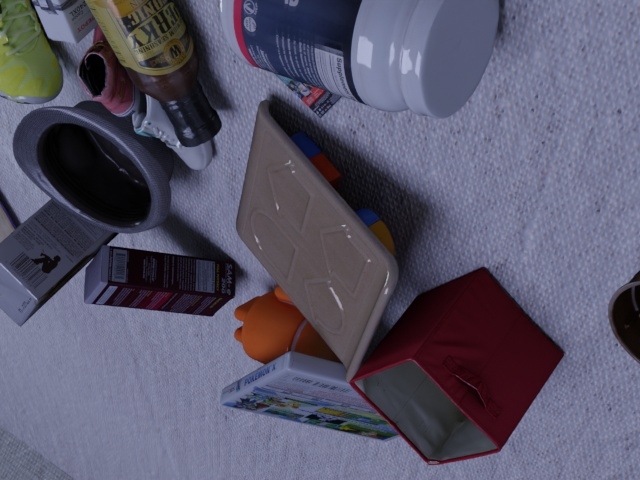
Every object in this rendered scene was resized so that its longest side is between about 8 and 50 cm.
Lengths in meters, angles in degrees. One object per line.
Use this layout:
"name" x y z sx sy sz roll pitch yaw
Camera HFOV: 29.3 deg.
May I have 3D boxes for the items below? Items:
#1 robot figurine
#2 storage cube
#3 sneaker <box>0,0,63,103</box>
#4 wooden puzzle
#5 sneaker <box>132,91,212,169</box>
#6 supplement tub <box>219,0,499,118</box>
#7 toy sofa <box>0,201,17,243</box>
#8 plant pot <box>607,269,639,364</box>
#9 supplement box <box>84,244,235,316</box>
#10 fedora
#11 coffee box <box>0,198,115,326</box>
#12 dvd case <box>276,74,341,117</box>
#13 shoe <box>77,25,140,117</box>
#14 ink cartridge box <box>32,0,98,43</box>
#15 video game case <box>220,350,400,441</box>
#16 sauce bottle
"robot figurine" -0.044 0.164 2.067 0.219 0.158 0.128 18 171 33
"storage cube" 0.197 0.184 1.759 0.183 0.193 0.215 46 148 -8
"sneaker" -0.521 -0.372 1.902 0.147 0.145 0.385 3 134 47
"wooden puzzle" 0.000 0.000 1.805 0.348 0.080 0.322 54 154 21
"sneaker" -0.244 -0.181 1.881 0.080 0.094 0.212 8 137 41
"supplement tub" 0.041 -0.255 1.371 0.272 0.191 0.191 22 145 28
"toy sofa" -0.761 -0.067 2.586 0.150 0.177 0.362 43 162 51
"plant pot" 0.431 0.052 1.354 0.167 0.165 0.167 29 148 20
"supplement box" -0.281 0.073 2.143 0.239 0.073 0.130 8 158 -22
"fedora" -0.348 -0.140 1.994 0.275 0.124 0.244 31 137 -2
"coffee box" -0.443 -0.008 2.124 0.119 0.297 0.168 45 149 -4
"dvd case" -0.023 -0.226 1.655 0.119 0.013 0.087 43 149 -5
"shoe" -0.311 -0.270 1.777 0.063 0.178 0.081 -19 159 20
"ink cartridge box" -0.361 -0.374 1.750 0.063 0.109 0.150 16 141 32
"video game case" 0.036 0.266 2.041 0.329 0.036 0.300 15 156 -21
"sauce bottle" -0.241 -0.288 1.730 0.111 0.111 0.344 8 138 43
